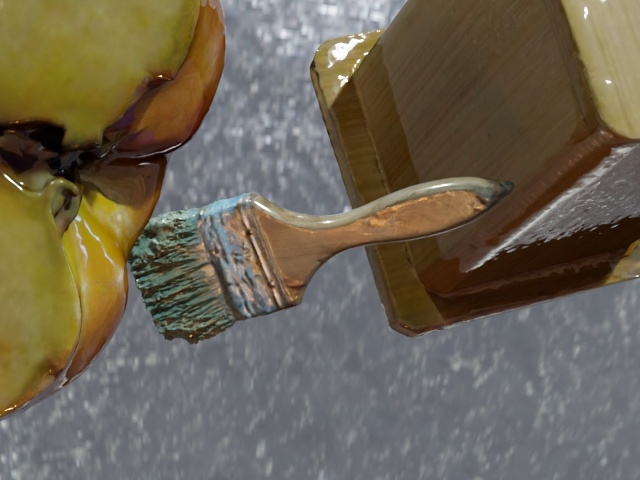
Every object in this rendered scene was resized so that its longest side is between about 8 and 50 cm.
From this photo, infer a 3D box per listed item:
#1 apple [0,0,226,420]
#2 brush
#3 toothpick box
[{"bbox_3d":[-0.229,-0.079,0.722,0.365,0.328,0.295,21,47,-3],"label":"apple"},{"bbox_3d":[0.000,0.000,0.873,0.196,0.070,0.021,-15,20,20],"label":"brush"},{"bbox_3d":[0.136,-0.085,0.963,0.190,0.308,0.187,-12,78,-17],"label":"toothpick box"}]
